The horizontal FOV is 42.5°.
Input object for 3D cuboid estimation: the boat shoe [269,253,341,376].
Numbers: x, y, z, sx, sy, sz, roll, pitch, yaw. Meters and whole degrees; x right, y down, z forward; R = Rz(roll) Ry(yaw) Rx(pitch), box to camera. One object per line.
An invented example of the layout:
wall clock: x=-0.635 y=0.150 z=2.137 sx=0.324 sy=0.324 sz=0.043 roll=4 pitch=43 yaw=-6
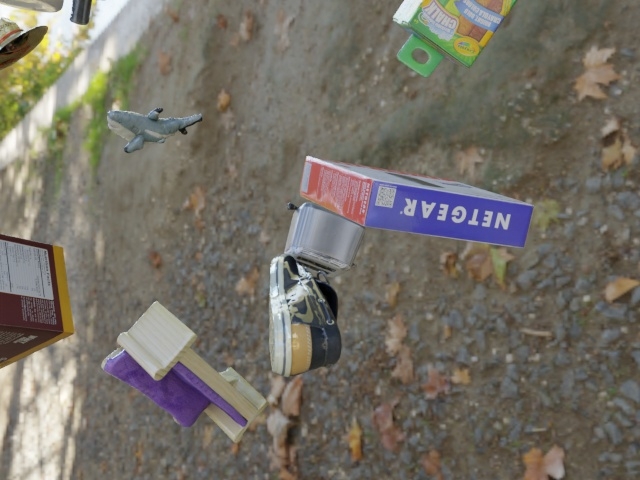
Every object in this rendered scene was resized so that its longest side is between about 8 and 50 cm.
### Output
boat shoe: x=-0.041 y=0.161 z=1.873 sx=0.500 sy=0.156 sz=0.187 roll=-109 pitch=19 yaw=-73

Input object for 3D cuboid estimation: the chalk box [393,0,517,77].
chalk box: x=0.213 y=-0.373 z=1.361 sx=0.213 sy=0.132 sz=0.132 roll=-56 pitch=16 yaw=12

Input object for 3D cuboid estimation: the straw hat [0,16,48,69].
straw hat: x=-0.557 y=-0.362 z=1.459 sx=0.061 sy=0.144 sz=0.144 roll=53 pitch=152 yaw=-8

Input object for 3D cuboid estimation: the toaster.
toaster: x=0.000 y=0.000 z=2.163 sx=0.129 sy=0.227 sz=0.146 roll=-32 pitch=39 yaw=64

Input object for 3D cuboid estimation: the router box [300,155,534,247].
router box: x=0.171 y=-0.075 z=1.540 sx=0.301 sy=0.335 sz=0.082 roll=-150 pitch=69 yaw=-63

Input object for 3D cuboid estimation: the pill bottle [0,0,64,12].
pill bottle: x=-0.341 y=-0.369 z=0.951 sx=0.112 sy=0.112 sz=0.187 roll=16 pitch=96 yaw=63

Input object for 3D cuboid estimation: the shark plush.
shark plush: x=-0.282 y=-0.197 z=1.413 sx=0.073 sy=0.161 sz=0.067 roll=-106 pitch=20 yaw=-47

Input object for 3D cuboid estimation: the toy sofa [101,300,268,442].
toy sofa: x=-0.279 y=0.304 z=1.744 sx=0.150 sy=0.362 sz=0.177 roll=33 pitch=75 yaw=39

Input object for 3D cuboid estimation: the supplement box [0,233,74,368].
supplement box: x=-0.467 y=0.085 z=1.082 sx=0.191 sy=0.194 sz=0.129 roll=-25 pitch=67 yaw=26

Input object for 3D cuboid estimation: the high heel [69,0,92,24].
high heel: x=-0.443 y=-0.553 z=1.586 sx=0.261 sy=0.093 sz=0.186 roll=-106 pitch=30 yaw=-49
